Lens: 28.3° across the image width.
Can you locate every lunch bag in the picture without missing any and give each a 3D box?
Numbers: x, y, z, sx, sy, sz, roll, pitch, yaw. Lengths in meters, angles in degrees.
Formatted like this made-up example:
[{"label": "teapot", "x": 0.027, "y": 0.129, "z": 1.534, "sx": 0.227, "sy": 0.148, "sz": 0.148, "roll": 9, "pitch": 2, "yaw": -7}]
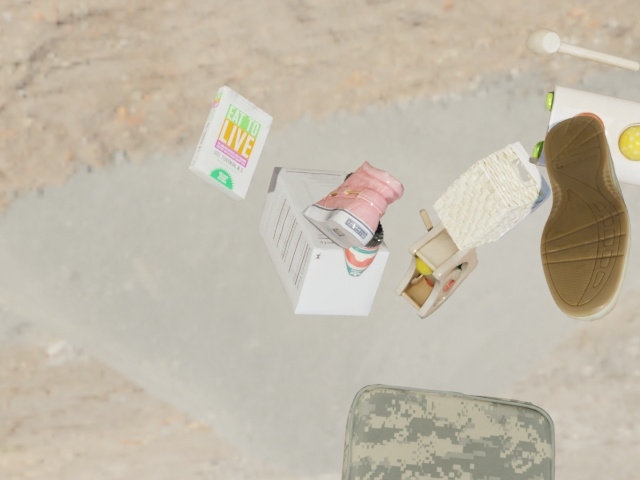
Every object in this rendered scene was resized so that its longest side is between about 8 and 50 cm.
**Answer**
[{"label": "lunch bag", "x": 0.174, "y": 0.347, "z": 1.797, "sx": 0.305, "sy": 0.212, "sz": 0.256, "roll": 5, "pitch": 156, "yaw": 0}]

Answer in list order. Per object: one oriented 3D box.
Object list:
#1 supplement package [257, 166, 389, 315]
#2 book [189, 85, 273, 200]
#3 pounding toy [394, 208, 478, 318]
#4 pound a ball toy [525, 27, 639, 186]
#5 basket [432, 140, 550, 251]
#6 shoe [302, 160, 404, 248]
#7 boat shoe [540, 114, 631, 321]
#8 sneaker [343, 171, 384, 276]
[{"label": "supplement package", "x": 0.000, "y": 0.000, "z": 2.101, "sx": 0.139, "sy": 0.244, "sz": 0.133, "roll": 3, "pitch": 124, "yaw": -21}, {"label": "book", "x": -0.135, "y": -0.144, "z": 1.886, "sx": 0.096, "sy": 0.144, "sz": 0.035, "roll": 34, "pitch": 151, "yaw": -34}, {"label": "pounding toy", "x": 0.192, "y": 0.038, "z": 2.390, "sx": 0.154, "sy": 0.155, "sz": 0.269, "roll": -44, "pitch": 163, "yaw": -4}, {"label": "pound a ball toy", "x": 0.457, "y": -0.193, "z": 1.932, "sx": 0.319, "sy": 0.208, "sz": 0.136, "roll": 13, "pitch": -175, "yaw": -2}, {"label": "basket", "x": 0.280, "y": -0.070, "z": 2.107, "sx": 0.103, "sy": 0.113, "sz": 0.167, "roll": -21, "pitch": 164, "yaw": -38}, {"label": "shoe", "x": 0.038, "y": -0.039, "z": 1.414, "sx": 0.063, "sy": 0.081, "sz": 0.178, "roll": 41, "pitch": 172, "yaw": -12}, {"label": "boat shoe", "x": 0.333, "y": -0.017, "z": 1.567, "sx": 0.109, "sy": 0.302, "sz": 0.098, "roll": -14, "pitch": 138, "yaw": 20}, {"label": "sneaker", "x": 0.047, "y": -0.020, "z": 1.613, "sx": 0.057, "sy": 0.161, "sz": 0.075, "roll": 12, "pitch": 127, "yaw": -10}]
